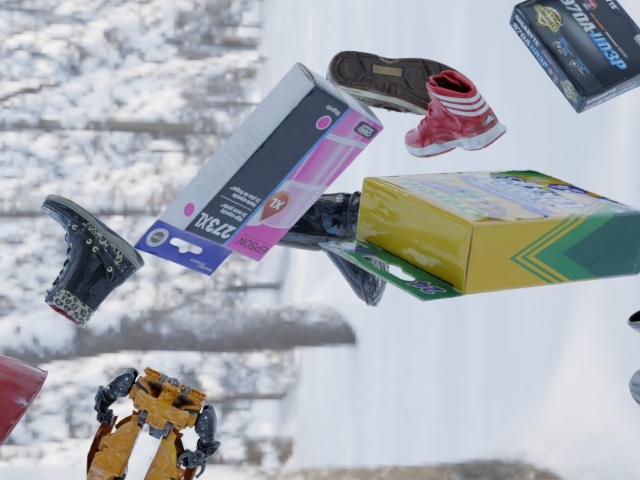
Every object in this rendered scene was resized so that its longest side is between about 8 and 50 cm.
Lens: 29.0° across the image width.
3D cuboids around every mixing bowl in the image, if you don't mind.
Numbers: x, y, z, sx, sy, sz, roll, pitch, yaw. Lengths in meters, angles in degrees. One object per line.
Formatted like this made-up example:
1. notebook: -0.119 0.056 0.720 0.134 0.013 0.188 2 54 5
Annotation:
1. mixing bowl: -0.425 0.203 1.504 0.181 0.098 0.181 -48 12 13

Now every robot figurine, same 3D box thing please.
1. robot figurine: -0.275 0.324 1.969 0.291 0.211 0.085 -65 -1 28

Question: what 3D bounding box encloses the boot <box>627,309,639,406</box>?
1. boot: 0.443 0.147 1.571 0.161 0.083 0.246 51 167 -11

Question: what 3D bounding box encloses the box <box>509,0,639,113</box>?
1. box: 0.454 -0.339 2.111 0.220 0.175 0.051 59 162 23

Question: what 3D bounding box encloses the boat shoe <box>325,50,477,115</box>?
1. boat shoe: 0.135 -0.256 2.075 0.095 0.257 0.095 118 167 -71

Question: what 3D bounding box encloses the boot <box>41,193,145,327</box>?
1. boot: -0.468 0.035 2.304 0.179 0.236 0.085 -52 -14 -16

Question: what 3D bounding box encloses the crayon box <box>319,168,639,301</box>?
1. crayon box: 0.189 -0.015 1.408 0.203 0.322 0.083 29 118 52

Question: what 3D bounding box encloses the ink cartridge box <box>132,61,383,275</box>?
1. ink cartridge box: -0.090 -0.080 1.799 0.175 0.371 0.069 24 -153 -50

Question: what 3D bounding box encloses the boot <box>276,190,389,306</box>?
1. boot: 0.000 0.000 2.087 0.247 0.207 0.094 74 -147 -43

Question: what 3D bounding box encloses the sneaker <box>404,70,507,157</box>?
1. sneaker: 0.191 -0.206 1.939 0.221 0.087 0.128 -4 120 54
